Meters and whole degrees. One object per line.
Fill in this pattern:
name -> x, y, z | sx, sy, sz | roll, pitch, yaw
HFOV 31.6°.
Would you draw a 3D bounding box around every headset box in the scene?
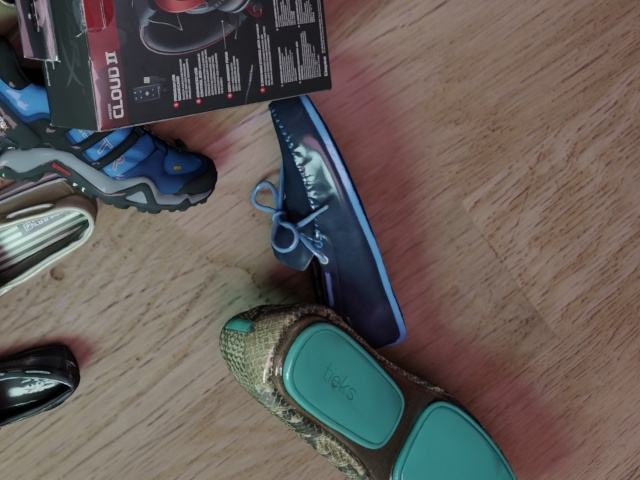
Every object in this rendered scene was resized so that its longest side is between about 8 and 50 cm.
headset box -> -0.144, -0.228, 1.062 | 0.293, 0.110, 0.218 | -16, 107, -34

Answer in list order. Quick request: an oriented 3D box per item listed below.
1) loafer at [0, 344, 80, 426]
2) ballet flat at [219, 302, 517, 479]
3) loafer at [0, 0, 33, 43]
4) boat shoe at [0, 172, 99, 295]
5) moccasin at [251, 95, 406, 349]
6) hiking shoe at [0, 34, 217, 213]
loafer -> -0.380, 0.178, 1.266 | 0.223, 0.078, 0.076 | -18, 115, -7
ballet flat -> 0.062, 0.219, 1.340 | 0.483, 0.182, 0.164 | 43, 71, -32
loafer -> -0.326, -0.241, 1.098 | 0.094, 0.087, 0.251 | 29, 103, -23
boat shoe -> -0.372, 0.019, 1.192 | 0.302, 0.094, 0.109 | -32, 116, 0
moccasin -> 0.000, 0.000, 1.258 | 0.117, 0.138, 0.342 | -20, 116, 2
hiking shoe -> -0.221, -0.112, 1.140 | 0.304, 0.113, 0.132 | 12, 105, -40
